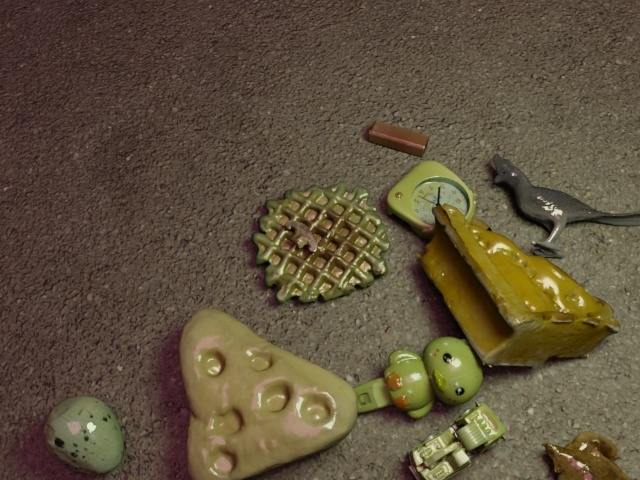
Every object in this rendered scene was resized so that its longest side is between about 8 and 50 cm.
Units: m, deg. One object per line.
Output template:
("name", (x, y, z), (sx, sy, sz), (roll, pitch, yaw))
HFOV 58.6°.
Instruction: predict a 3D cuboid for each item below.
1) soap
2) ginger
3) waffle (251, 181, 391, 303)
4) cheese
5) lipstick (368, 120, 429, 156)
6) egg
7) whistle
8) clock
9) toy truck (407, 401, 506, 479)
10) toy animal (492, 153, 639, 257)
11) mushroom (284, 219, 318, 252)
("soap", (0.398, 0.084, 1.189), (0.305, 0.169, 0.338), (7, 39, -30))
("ginger", (0.510, 0.445, 1.039), (0.133, 0.059, 0.214), (-22, 65, -16))
("waffle", (0.000, 0.000, 1.299), (0.310, 0.056, 0.291), (-15, 63, -1))
("cheese", (-0.102, 0.277, 1.112), (0.329, 0.129, 0.350), (-12, 63, 3))
("lipstick", (0.195, -0.255, 1.431), (0.146, 0.045, 0.045), (19, 64, 12))
("egg", (-0.449, 0.374, 1.087), (0.164, 0.131, 0.131), (42, 71, 14))
("whistle", (0.188, 0.275, 1.101), (0.294, 0.141, 0.141), (-20, 63, -6))
("clock", (0.278, -0.068, 1.314), (0.170, 0.069, 0.232), (-41, 68, -17))
("toy truck", (0.251, 0.378, 1.053), (0.191, 0.116, 0.085), (-30, 66, -11))
("toy animal", (0.535, -0.054, 1.285), (0.367, 0.081, 0.205), (25, 68, 11))
("mushroom", (-0.041, -0.011, 1.265), (0.049, 0.019, 0.101), (-42, 67, -15))
